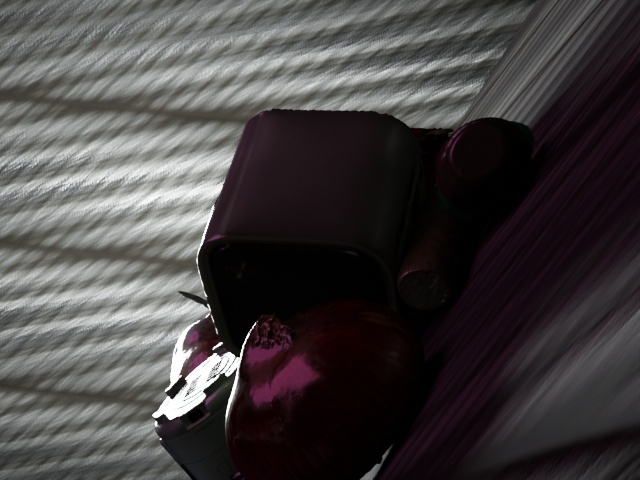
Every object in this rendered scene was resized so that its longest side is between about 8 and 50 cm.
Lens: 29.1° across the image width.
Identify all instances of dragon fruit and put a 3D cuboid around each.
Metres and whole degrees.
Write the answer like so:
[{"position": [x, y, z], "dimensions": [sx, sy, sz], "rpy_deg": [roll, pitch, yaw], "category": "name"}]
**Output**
[{"position": [0.148, -0.072, 1.859], "dimensions": [0.182, 0.188, 0.182], "rpy_deg": [-25, 12, 6], "category": "dragon fruit"}]

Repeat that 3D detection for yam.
[{"position": [0.160, -0.014, 1.572], "dimensions": [0.083, 0.083, 0.371], "rpy_deg": [-58, -1, 29], "category": "yam"}]

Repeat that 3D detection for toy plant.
[{"position": [0.197, -0.090, 1.477], "dimensions": [0.143, 0.105, 0.200], "rpy_deg": [-50, -11, 2], "category": "toy plant"}]

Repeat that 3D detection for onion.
[{"position": [-0.002, 0.160, 1.284], "dimensions": [0.248, 0.161, 0.248], "rpy_deg": [-41, 34, 37], "category": "onion"}]

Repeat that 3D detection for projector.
[{"position": [0.000, 0.000, 1.609], "dimensions": [0.248, 0.248, 0.249], "rpy_deg": [79, -161, -44], "category": "projector"}]

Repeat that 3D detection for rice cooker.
[{"position": [-0.121, 0.296, 1.954], "dimensions": [0.241, 0.227, 0.280], "rpy_deg": [-37, 12, 13], "category": "rice cooker"}]

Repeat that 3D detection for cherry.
[{"position": [-0.151, 0.284, 2.376], "dimensions": [0.335, 0.292, 0.326], "rpy_deg": [99, -179, -52], "category": "cherry"}]

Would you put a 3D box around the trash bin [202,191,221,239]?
[{"position": [-0.002, -0.006, 2.053], "dimensions": [0.158, 0.344, 0.223], "rpy_deg": [-60, 0, -22], "category": "trash bin"}]
